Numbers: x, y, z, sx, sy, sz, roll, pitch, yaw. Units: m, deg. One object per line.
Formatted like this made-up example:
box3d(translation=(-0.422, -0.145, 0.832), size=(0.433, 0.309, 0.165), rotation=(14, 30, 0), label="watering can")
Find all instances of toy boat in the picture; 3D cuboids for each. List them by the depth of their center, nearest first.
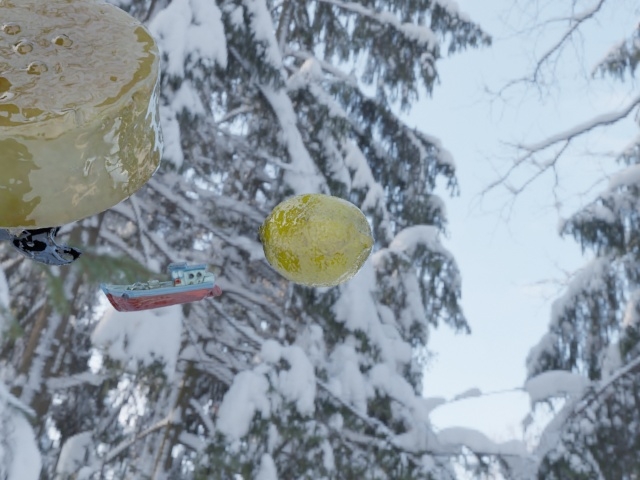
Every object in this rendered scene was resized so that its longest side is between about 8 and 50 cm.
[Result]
box3d(translation=(-0.237, 0.067, 1.103), size=(0.172, 0.059, 0.069), rotation=(-9, 5, -6), label="toy boat")

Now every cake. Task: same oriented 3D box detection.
box3d(translation=(-0.361, -0.112, 0.942), size=(0.332, 0.332, 0.321), rotation=(10, -45, -4), label="cake")

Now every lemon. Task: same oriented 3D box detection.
box3d(translation=(0.000, 0.000, 0.640), size=(0.110, 0.082, 0.082), rotation=(6, -27, 32), label="lemon")
